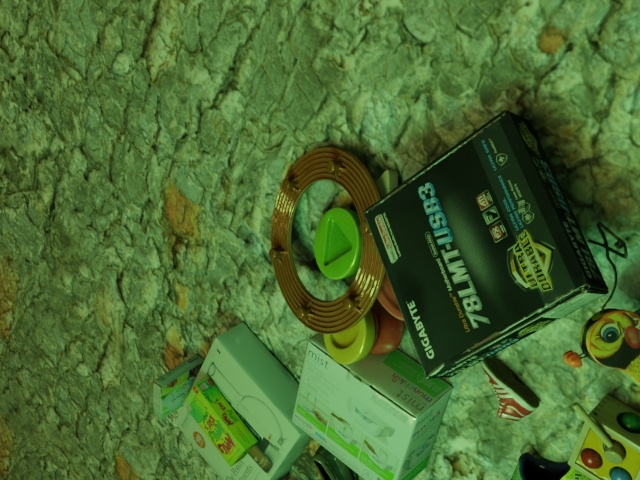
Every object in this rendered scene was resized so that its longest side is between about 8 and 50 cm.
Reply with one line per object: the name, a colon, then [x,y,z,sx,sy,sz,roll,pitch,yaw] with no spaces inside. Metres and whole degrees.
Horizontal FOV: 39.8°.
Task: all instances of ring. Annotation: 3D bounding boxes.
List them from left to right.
ring: [0.000,0.000,1.581,0.336,0.032,0.337,4,94,53]

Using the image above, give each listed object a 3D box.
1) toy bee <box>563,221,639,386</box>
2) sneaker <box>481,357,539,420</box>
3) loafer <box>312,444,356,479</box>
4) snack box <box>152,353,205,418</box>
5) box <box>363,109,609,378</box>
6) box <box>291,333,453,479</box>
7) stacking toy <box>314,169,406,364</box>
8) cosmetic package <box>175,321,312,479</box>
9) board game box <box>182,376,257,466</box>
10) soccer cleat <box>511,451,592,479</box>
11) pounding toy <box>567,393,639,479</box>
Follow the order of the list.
toy bee: [0.430,0.150,1.238,0.298,0.162,0.195,52,-178,24]
sneaker: [0.307,0.256,1.502,0.118,0.042,0.067,45,132,14]
loafer: [0.043,0.548,1.884,0.096,0.084,0.268,-5,108,46]
snack box: [-0.334,0.346,2.099,0.037,0.141,0.100,29,129,30]
box: [0.228,0.012,1.298,0.293,0.073,0.296,-34,62,33]
box: [0.089,0.313,1.683,0.262,0.126,0.231,32,130,28]
stacking toy: [0.126,0.050,1.559,0.309,0.130,0.280,-37,58,45]
cosmetic package: [-0.170,0.407,2.012,0.284,0.097,0.377,47,136,19]
board game box: [-0.224,0.401,1.956,0.181,0.043,0.092,50,137,14]
soccer cleat: [0.439,0.426,1.430,0.289,0.093,0.121,11,113,40]
pounding toy: [0.445,0.309,1.352,0.130,0.100,0.141,31,130,29]
